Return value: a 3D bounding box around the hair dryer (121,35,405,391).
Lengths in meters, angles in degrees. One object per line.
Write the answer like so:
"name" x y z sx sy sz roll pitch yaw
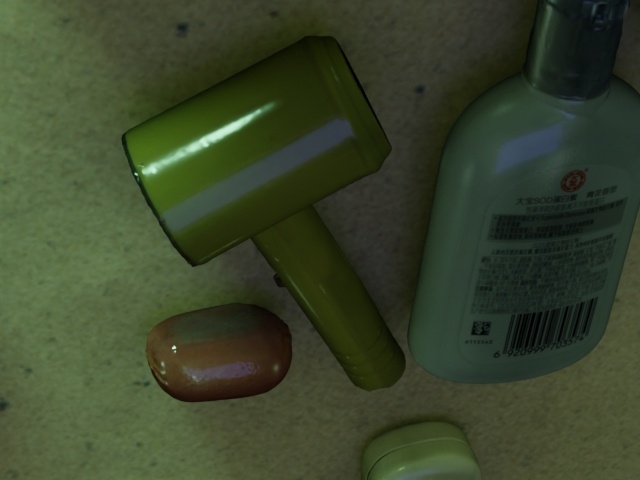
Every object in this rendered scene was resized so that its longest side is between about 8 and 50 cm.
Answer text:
"hair dryer" 0.000 0.000 1.127 0.135 0.090 0.279 -28 137 4

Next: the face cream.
"face cream" 0.135 -0.036 1.134 0.144 0.071 0.291 -10 132 -18

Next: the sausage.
"sausage" -0.063 0.071 1.171 0.094 0.059 0.054 -8 124 -8

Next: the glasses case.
"glasses case" 0.073 0.213 1.337 0.083 0.050 0.196 -13 131 -10
